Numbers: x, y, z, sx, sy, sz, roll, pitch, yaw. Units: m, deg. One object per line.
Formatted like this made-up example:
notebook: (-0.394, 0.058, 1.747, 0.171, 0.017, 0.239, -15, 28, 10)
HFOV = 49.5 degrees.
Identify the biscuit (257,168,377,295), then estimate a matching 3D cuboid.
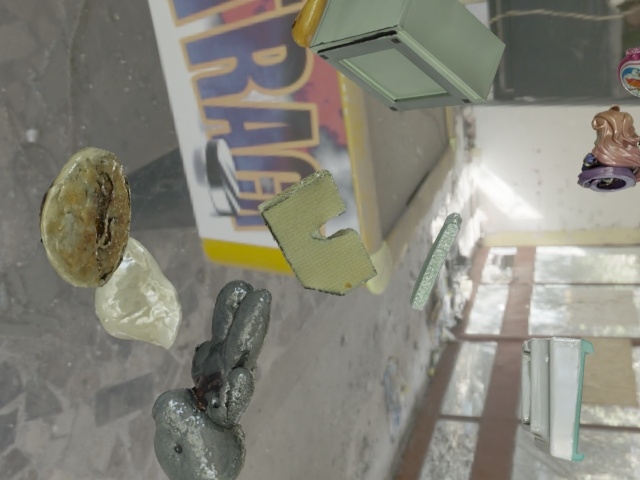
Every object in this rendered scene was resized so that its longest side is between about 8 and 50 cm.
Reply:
biscuit: (0.000, 0.000, 1.275, 0.250, 0.147, 0.046, 61, -7, -30)

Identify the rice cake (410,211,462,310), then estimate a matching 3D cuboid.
rice cake: (0.251, 0.045, 1.516, 0.080, 0.042, 0.222, -65, 175, -65)

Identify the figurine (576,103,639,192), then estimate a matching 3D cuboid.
figurine: (0.524, -0.160, 1.224, 0.114, 0.126, 0.157, -163, -92, -72)

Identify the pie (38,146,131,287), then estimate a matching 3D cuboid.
pie: (-0.506, -0.047, 1.548, 0.339, 0.077, 0.339, 7, 90, -77)

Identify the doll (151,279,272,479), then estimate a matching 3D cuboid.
doll: (-0.179, 0.223, 1.078, 0.158, 0.246, 0.340, 10, 97, -28)

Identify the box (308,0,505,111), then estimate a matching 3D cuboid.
box: (0.141, -0.321, 1.163, 0.225, 0.225, 0.117, 27, 79, -35)

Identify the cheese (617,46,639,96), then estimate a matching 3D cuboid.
cheese: (0.795, -0.363, 1.650, 0.244, 0.155, 0.062, 47, 67, -31)

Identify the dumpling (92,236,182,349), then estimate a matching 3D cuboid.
dumpling: (-0.483, 0.163, 1.854, 0.187, 0.242, 0.318, -34, 132, -49)

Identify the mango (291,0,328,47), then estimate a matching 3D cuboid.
mango: (-0.015, -0.526, 1.635, 0.101, 0.066, 0.187, -45, 168, -39)

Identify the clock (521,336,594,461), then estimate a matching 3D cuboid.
clock: (0.467, 0.317, 1.411, 0.262, 0.116, 0.231, 49, 49, -73)
